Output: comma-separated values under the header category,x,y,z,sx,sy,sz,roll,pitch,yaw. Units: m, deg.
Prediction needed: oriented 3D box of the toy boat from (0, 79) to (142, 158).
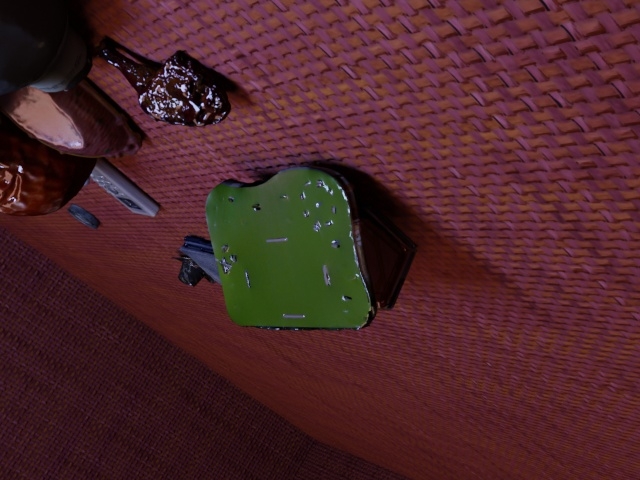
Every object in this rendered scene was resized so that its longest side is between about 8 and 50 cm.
category,x,y,z,sx,sy,sz,roll,pitch,yaw
toy boat,-0.397,-0.210,1.284,0.318,0.099,0.141,38,121,-21

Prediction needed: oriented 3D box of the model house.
category,x,y,z,sx,sy,sz,roll,pitch,yaw
model house,0.001,0.001,1.175,0.294,0.154,0.206,-4,99,50

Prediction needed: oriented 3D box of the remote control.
category,x,y,z,sx,sy,sz,roll,pitch,yaw
remote control,-0.385,-0.109,1.657,0.088,0.029,0.190,11,154,48

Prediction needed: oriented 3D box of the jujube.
category,x,y,z,sx,sy,sz,roll,pitch,yaw
jujube,-0.484,-0.148,1.424,0.232,0.212,0.213,30,164,-5

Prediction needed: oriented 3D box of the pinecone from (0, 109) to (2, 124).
category,x,y,z,sx,sy,sz,roll,pitch,yaw
pinecone,-0.614,-0.205,1.141,0.398,0.397,0.397,29,163,9

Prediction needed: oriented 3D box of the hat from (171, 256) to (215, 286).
category,x,y,z,sx,sy,sz,roll,pitch,yaw
hat,-0.281,0.074,1.966,0.121,0.050,0.121,27,165,8

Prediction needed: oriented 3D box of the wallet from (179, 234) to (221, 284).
category,x,y,z,sx,sy,sz,roll,pitch,yaw
wallet,-0.160,0.061,1.741,0.222,0.036,0.167,15,157,43

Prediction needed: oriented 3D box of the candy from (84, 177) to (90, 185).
category,x,y,z,sx,sy,sz,roll,pitch,yaw
candy,-0.526,-0.153,1.700,0.174,0.071,0.138,12,154,48

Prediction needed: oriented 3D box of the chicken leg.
category,x,y,z,sx,sy,sz,roll,pitch,yaw
chicken leg,-0.185,-0.185,1.057,0.205,0.053,0.093,12,132,32

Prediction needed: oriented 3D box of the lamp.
category,x,y,z,sx,sy,sz,roll,pitch,yaw
lamp,-0.359,-0.222,1.015,0.182,0.181,0.314,27,163,13

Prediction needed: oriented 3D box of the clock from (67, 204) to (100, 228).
category,x,y,z,sx,sy,sz,roll,pitch,yaw
clock,-0.566,-0.057,2.146,0.085,0.017,0.085,28,164,9
